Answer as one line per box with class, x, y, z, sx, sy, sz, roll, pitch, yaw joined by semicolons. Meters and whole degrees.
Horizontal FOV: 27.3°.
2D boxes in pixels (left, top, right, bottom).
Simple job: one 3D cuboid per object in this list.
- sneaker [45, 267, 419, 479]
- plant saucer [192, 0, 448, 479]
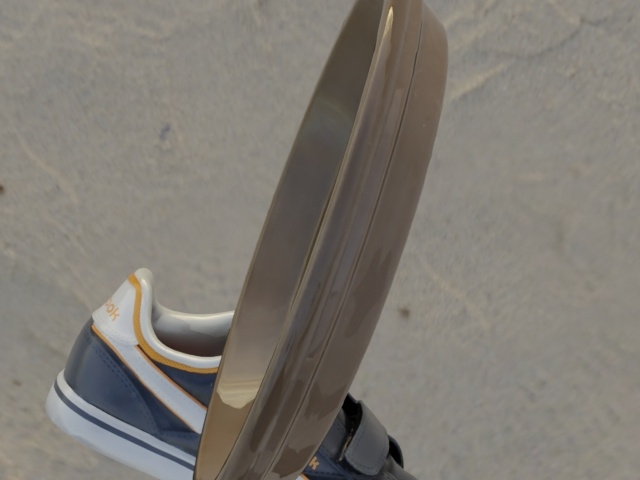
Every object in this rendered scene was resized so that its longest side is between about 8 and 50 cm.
sneaker;-0.022;0.131;0.918;0.321;0.126;0.127;26;98;-8
plant saucer;0.000;0.000;0.634;0.041;0.278;0.278;18;73;-7
